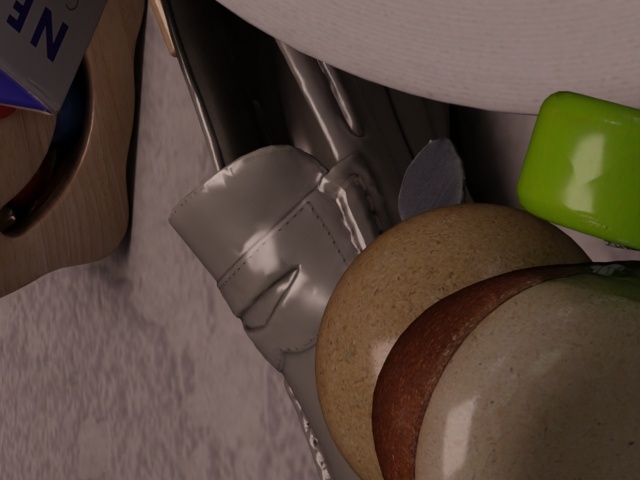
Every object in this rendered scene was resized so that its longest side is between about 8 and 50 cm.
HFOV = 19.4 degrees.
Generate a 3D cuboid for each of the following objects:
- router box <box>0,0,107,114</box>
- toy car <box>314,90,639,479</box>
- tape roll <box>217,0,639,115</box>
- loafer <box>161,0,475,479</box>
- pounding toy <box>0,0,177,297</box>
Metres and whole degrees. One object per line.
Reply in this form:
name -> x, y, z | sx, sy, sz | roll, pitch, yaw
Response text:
router box -> -0.145, -0.250, 0.615 | 0.082, 0.335, 0.301 | 12, 73, 30
toy car -> 0.059, 0.039, 0.507 | 0.188, 0.149, 0.155 | 28, 102, 63
tape roll -> 0.026, -0.215, 0.441 | 0.392, 0.072, 0.392 | 25, 134, 30
loafer -> 0.000, 0.000, 0.668 | 0.112, 0.111, 0.319 | -48, 50, 54
pounding toy -> -0.162, -0.095, 0.941 | 0.155, 0.154, 0.269 | 30, 118, 60
